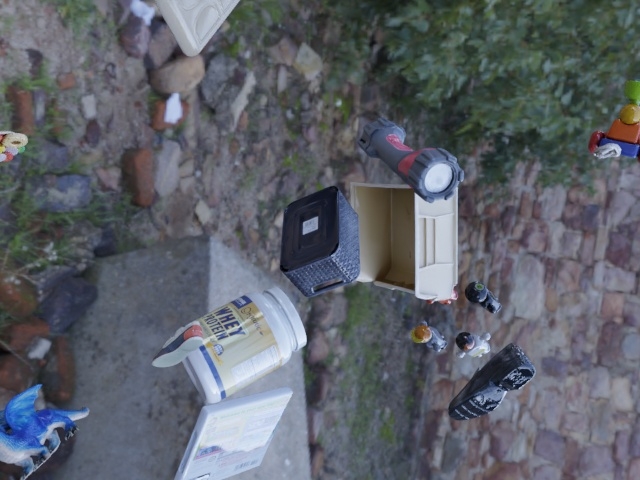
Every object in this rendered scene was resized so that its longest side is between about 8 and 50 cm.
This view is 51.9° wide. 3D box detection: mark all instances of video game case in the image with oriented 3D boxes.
[{"bbox_3d":[-0.163,0.371,1.235,0.212,0.023,0.194,0,120,-48],"label":"video game case"}]

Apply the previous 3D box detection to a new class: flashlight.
[{"bbox_3d":[0.182,-0.180,1.365,0.103,0.304,0.103,15,112,-25],"label":"flashlight"}]

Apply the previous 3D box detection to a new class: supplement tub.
[{"bbox_3d":[-0.221,0.282,1.830,0.316,0.228,0.229,-27,129,-21],"label":"supplement tub"}]

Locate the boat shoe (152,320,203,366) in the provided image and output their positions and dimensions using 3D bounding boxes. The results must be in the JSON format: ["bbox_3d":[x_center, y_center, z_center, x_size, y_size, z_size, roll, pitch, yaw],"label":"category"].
[{"bbox_3d":[-0.277,0.203,1.274,0.049,0.137,0.043,22,41,-45],"label":"boat shoe"}]

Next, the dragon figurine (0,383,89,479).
[{"bbox_3d":[-0.491,0.300,1.096,0.144,0.085,0.289,48,22,-3],"label":"dragon figurine"}]

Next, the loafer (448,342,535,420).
[{"bbox_3d":[0.281,0.241,1.107,0.062,0.170,0.061,38,22,-30],"label":"loafer"}]

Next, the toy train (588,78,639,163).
[{"bbox_3d":[0.533,-0.211,1.136,0.248,0.105,0.144,-11,116,-56],"label":"toy train"}]

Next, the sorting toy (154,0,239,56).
[{"bbox_3d":[-0.235,-0.523,1.280,0.229,0.041,0.307,-51,165,-9],"label":"sorting toy"}]

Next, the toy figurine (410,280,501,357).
[{"bbox_3d":[0.367,0.208,1.793,0.148,0.212,0.210,30,74,-49],"label":"toy figurine"}]

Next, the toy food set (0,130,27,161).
[{"bbox_3d":[-0.552,-0.161,1.136,0.083,0.082,0.020,-14,71,-41],"label":"toy food set"}]

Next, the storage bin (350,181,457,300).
[{"bbox_3d":[0.190,-0.005,1.547,0.123,0.262,0.261,-5,98,-29],"label":"storage bin"}]

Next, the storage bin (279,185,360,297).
[{"bbox_3d":[0.000,0.000,1.217,0.084,0.122,0.180,50,29,-39],"label":"storage bin"}]
